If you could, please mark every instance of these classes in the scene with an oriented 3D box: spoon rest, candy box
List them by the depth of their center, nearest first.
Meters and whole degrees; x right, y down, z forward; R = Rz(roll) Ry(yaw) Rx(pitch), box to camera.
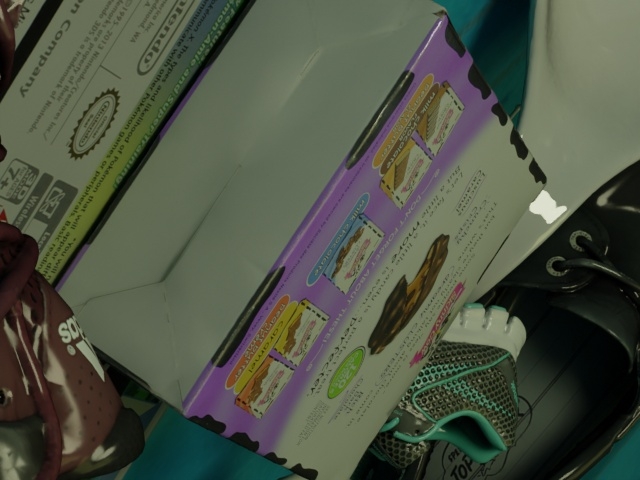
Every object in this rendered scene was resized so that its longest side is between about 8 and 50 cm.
[{"bbox_3d":[0.000,0.000,0.764,0.165,0.070,0.196,-56,158,-4],"label":"candy box"},{"bbox_3d":[0.124,-0.072,0.969,0.276,0.137,0.084,-52,-159,-5],"label":"spoon rest"}]

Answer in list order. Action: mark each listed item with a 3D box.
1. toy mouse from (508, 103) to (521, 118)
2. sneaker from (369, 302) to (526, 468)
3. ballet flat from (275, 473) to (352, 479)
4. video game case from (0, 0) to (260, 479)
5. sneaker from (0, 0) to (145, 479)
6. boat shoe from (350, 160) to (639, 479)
[{"bbox_3d":[0.073,0.005,1.066,0.161,0.031,0.143,-53,158,-10],"label":"toy mouse"},{"bbox_3d":[0.025,0.066,0.910,0.167,0.076,0.065,5,156,-24],"label":"sneaker"},{"bbox_3d":[-0.115,0.243,0.876,0.400,0.139,0.139,-39,152,-38],"label":"ballet flat"},{"bbox_3d":[-0.116,0.023,0.694,0.329,0.036,0.300,-58,158,0],"label":"video game case"},{"bbox_3d":[-0.085,-0.026,0.490,0.281,0.162,0.106,-51,180,-10],"label":"sneaker"},{"bbox_3d":[0.139,0.054,1.102,0.340,0.127,0.113,-46,-172,5],"label":"boat shoe"}]
